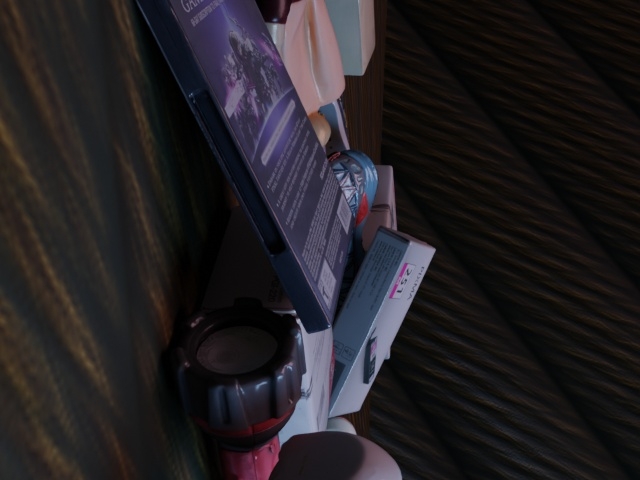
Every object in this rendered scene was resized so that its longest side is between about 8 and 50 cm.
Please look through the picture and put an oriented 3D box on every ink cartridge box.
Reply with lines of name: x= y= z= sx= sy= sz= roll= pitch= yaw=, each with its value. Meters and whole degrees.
ink cartridge box: x=0.068 y=0.033 z=1.474 sx=0.211 sy=0.122 sz=0.289 roll=82 pitch=12 yaw=-46
ink cartridge box: x=0.091 y=0.124 z=1.246 sx=0.275 sy=0.060 sz=0.239 roll=-65 pitch=155 yaw=5
ink cartridge box: x=-0.042 y=0.096 z=0.796 sx=0.158 sy=0.092 sz=0.217 roll=-80 pitch=170 yaw=-51

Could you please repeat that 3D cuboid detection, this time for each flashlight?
flashlight: x=-0.055 y=0.192 z=0.700 sx=0.103 sy=0.103 sz=0.304 roll=-43 pitch=141 yaw=-42

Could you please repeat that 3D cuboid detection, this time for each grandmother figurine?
grandmother figurine: x=-0.033 y=-0.255 z=0.805 sx=0.342 sy=0.104 sz=0.207 roll=84 pitch=-2 yaw=-54

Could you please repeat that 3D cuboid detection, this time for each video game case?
video game case: x=-0.043 y=-0.089 z=0.662 sx=0.274 sy=0.026 sz=0.196 roll=63 pitch=18 yaw=-21

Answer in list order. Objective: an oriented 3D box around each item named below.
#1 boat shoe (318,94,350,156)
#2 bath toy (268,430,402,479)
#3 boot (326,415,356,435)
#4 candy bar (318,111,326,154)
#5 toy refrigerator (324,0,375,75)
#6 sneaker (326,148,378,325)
boat shoe: x=0.016 y=-0.175 z=1.273 sx=0.183 sy=0.065 sz=0.083 roll=81 pitch=14 yaw=-46
bath toy: x=-0.035 y=0.276 z=0.522 sx=0.348 sy=0.151 sz=0.129 roll=-58 pitch=133 yaw=-51
boot: x=0.015 y=0.331 z=1.286 sx=0.176 sy=0.088 sz=0.244 roll=-76 pitch=173 yaw=-60
candy bar: x=-0.006 y=-0.124 z=1.245 sx=0.018 sy=0.040 sz=0.161 roll=48 pitch=-24 yaw=38
toy refrigerator: x=0.021 y=-0.384 z=1.204 sx=0.102 sy=0.094 sz=0.269 roll=-70 pitch=160 yaw=-48
sneaker: x=0.000 y=0.000 z=1.185 sx=0.125 sy=0.104 sz=0.261 roll=-11 pitch=109 yaw=-54
